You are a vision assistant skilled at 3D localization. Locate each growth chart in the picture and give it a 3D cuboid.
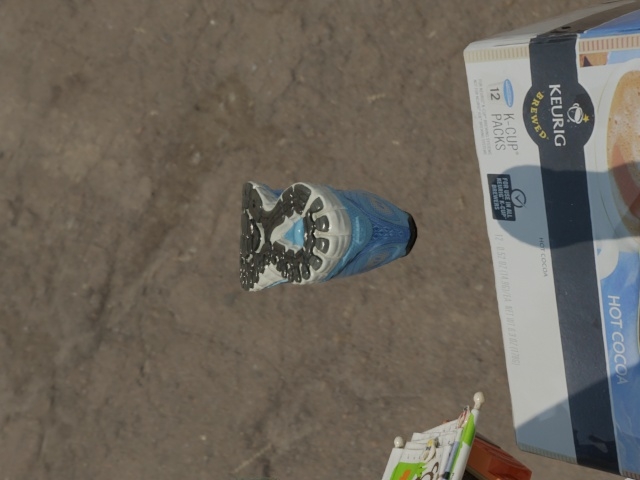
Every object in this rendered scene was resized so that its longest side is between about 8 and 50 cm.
[{"bbox_3d":[0.122,0.291,1.158,0.237,0.021,0.171,-46,19,56],"label":"growth chart"}]

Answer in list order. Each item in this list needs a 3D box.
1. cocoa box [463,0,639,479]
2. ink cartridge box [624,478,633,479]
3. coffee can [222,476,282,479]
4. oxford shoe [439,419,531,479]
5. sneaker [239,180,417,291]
[{"bbox_3d":[0.288,-0.010,0.735,0.228,0.231,0.346,6,111,45],"label":"cocoa box"},{"bbox_3d":[0.513,0.369,1.370,0.181,0.104,0.061,-50,17,30],"label":"ink cartridge box"},{"bbox_3d":[-0.069,0.284,0.471,0.202,0.202,0.275,-30,65,22],"label":"coffee can"},{"bbox_3d":[0.236,0.353,1.100,0.132,0.130,0.364,-58,32,3],"label":"oxford shoe"},{"bbox_3d":[0.000,0.000,0.526,0.162,0.073,0.063,-170,82,-68],"label":"sneaker"}]
